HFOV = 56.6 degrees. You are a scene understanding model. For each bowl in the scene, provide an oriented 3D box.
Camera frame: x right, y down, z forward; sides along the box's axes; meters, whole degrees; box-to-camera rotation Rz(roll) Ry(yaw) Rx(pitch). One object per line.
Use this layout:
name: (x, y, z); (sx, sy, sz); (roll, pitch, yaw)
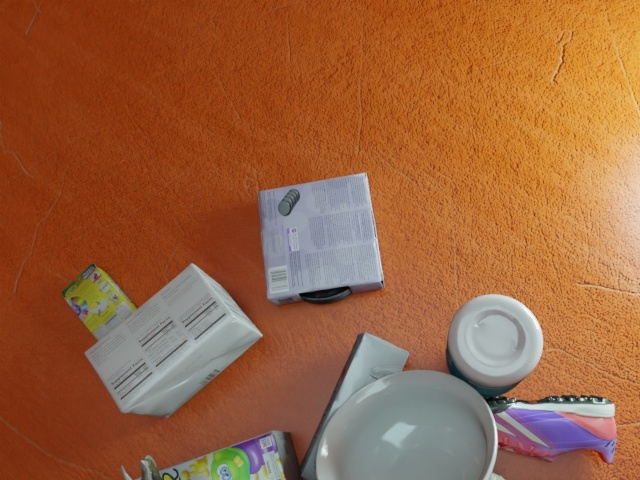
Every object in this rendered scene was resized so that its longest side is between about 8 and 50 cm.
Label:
bowl: (0.153, 0.365, 0.967); (0.298, 0.134, 0.297); (-20, 32, 13)

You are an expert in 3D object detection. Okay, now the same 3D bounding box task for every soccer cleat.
soccer cleat: (0.361, 0.340, 1.066); (0.319, 0.108, 0.116); (-3, 80, 9)

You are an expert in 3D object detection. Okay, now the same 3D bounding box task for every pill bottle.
pill bottle: (0.294, 0.194, 1.040); (0.146, 0.264, 0.146); (-4, 69, 9)

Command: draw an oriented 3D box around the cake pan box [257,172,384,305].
cake pan box: (0.000, 0.000, 1.274); (0.246, 0.070, 0.266); (-12, 69, 9)

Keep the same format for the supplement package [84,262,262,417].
supplement package: (-0.280, 0.204, 1.178); (0.262, 0.204, 0.145); (-40, 69, -5)

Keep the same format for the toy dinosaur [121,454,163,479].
toy dinosaur: (-0.198, 0.486, 0.933); (0.313, 0.160, 0.121); (40, 84, 18)

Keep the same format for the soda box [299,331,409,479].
soda box: (0.063, 0.322, 1.121); (0.098, 0.091, 0.286); (26, 76, 2)

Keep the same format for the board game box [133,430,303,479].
board game box: (-0.180, 0.467, 1.097); (0.275, 0.144, 0.142); (-21, 69, 4)

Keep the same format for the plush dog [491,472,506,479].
plush dog: (0.241, 0.549, 0.981); (0.263, 0.210, 0.225); (-26, 94, 3)

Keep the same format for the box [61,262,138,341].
box: (-0.491, 0.143, 1.329); (0.105, 0.043, 0.179); (-44, 71, -6)
